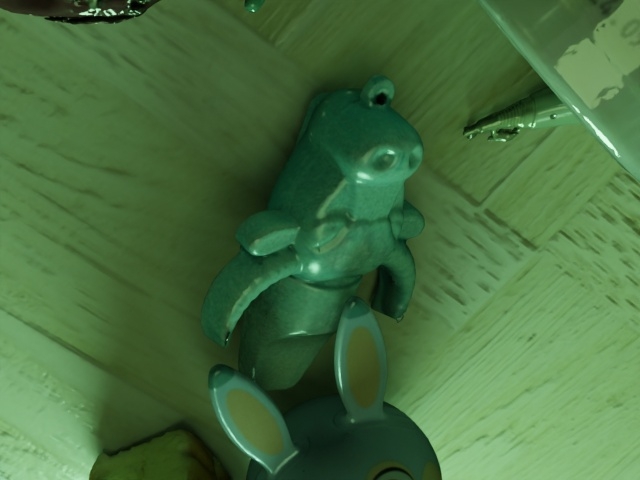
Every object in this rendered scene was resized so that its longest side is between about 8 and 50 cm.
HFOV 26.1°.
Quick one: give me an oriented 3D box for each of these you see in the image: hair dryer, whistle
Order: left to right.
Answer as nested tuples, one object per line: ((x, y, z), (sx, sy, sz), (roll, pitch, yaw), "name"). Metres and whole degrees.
((0.000, 0.000, 1.014), (0.186, 0.093, 0.274), (-7, 129, -39), "whistle")
((0.225, -0.078, 1.042), (0.237, 0.075, 0.206), (-6, 128, 0), "hair dryer")

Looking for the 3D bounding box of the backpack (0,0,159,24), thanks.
((-0.143, -0.267, 0.758), (0.283, 0.197, 0.317), (-9, 125, -15), "backpack")

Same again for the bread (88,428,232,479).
((-0.099, 0.308, 1.083), (0.111, 0.246, 0.239), (-21, 122, 11), "bread")

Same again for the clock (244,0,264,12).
((0.033, -0.220, 0.851), (0.211, 0.159, 0.066), (-40, 112, 18), "clock")

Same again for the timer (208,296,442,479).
((0.017, 0.177, 1.049), (0.175, 0.175, 0.255), (-13, 153, -4), "timer")

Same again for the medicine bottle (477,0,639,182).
((0.221, -0.189, 0.860), (0.232, 0.238, 0.238), (-40, 120, 13), "medicine bottle")
